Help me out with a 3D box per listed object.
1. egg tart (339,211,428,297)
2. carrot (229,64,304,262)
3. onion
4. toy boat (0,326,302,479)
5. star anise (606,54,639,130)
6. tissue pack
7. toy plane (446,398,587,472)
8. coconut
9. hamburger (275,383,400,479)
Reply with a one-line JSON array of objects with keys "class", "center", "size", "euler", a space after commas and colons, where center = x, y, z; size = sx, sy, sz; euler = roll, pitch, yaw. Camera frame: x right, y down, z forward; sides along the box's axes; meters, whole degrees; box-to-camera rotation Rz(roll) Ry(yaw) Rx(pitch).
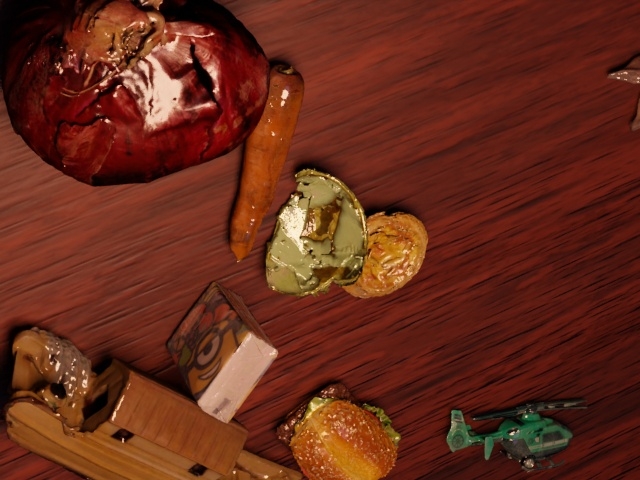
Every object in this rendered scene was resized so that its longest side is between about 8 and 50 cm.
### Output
[{"class": "egg tart", "center": [0.071, 0.013, 1.561], "size": [0.129, 0.049, 0.128], "euler": [-13, 124, -20]}, {"class": "carrot", "center": [-0.068, -0.089, 1.447], "size": [0.059, 0.059, 0.247], "euler": [4, 116, -25]}, {"class": "onion", "center": [-0.180, -0.163, 1.263], "size": [0.281, 0.221, 0.281], "euler": [-4, 158, -2]}, {"class": "toy boat", "center": [-0.190, 0.236, 1.501], "size": [0.162, 0.136, 0.445], "euler": [-37, 128, 24]}, {"class": "star anise", "center": [0.464, -0.213, 1.617], "size": [0.172, 0.063, 0.208], "euler": [-32, 123, -5]}, {"class": "tissue pack", "center": [-0.118, 0.130, 1.473], "size": [0.060, 0.148, 0.108], "euler": [33, 97, -31]}, {"class": "toy plane", "center": [0.280, 0.277, 1.775], "size": [0.235, 0.060, 0.096], "euler": [-4, 107, -26]}, {"class": "coconut", "center": [-0.002, -0.001, 1.494], "size": [0.133, 0.055, 0.158], "euler": [35, 106, 0]}, {"class": "hamburger", "center": [0.030, 0.267, 1.640], "size": [0.137, 0.087, 0.166], "euler": [-41, 123, -1]}]
